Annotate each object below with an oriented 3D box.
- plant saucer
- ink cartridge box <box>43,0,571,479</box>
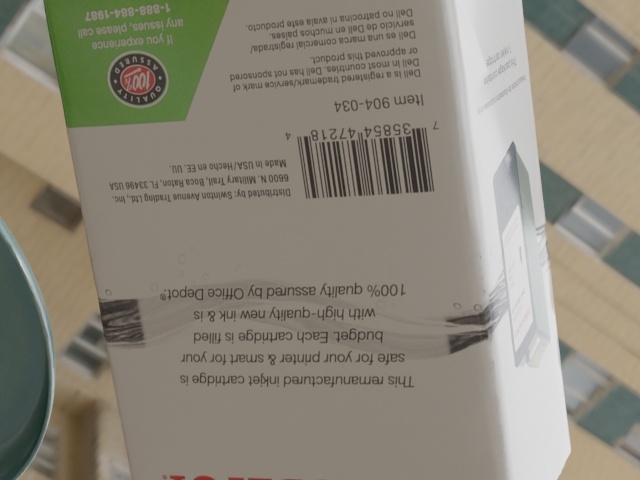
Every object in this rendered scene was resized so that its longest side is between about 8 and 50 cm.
[{"bbox_3d":[-0.322,0.052,1.143,0.318,0.317,0.044,-37,-177,35],"label":"plant saucer"},{"bbox_3d":[0.000,0.000,0.737,0.198,0.272,0.115,-1,-164,24],"label":"ink cartridge box"}]
